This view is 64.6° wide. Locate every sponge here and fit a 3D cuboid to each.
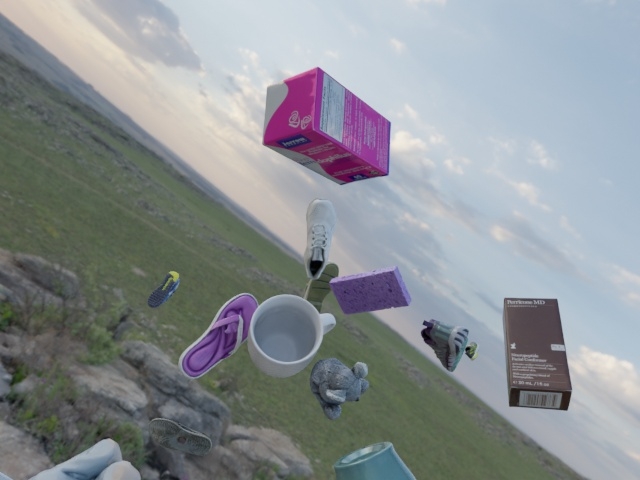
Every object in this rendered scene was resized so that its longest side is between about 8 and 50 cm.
[{"bbox_3d":[0.136,0.142,1.408,0.210,0.031,0.117,-14,-67,33],"label":"sponge"}]

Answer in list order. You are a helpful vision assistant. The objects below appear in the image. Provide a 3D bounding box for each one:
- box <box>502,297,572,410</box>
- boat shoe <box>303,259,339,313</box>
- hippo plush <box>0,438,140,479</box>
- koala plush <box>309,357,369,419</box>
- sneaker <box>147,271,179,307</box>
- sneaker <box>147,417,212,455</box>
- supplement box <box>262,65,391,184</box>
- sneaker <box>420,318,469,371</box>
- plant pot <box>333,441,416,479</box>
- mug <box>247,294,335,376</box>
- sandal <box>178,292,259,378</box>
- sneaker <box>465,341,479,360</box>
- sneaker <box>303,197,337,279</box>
[{"bbox_3d":[0.748,0.385,1.770,0.191,0.381,0.143,-1,-48,16],"label":"box"},{"bbox_3d":[-0.015,0.203,2.191,0.113,0.302,0.103,18,24,-19],"label":"boat shoe"},{"bbox_3d":[-0.532,0.614,1.102,0.234,0.295,0.236,-130,-146,-52],"label":"hippo plush"},{"bbox_3d":[0.072,0.507,1.781,0.203,0.196,0.221,52,-22,1],"label":"koala plush"},{"bbox_3d":[-0.526,0.175,1.713,0.053,0.144,0.059,28,-32,10],"label":"sneaker"},{"bbox_3d":[-0.478,0.669,1.723,0.222,0.083,0.118,25,-18,-4],"label":"sneaker"},{"bbox_3d":[0.017,-0.186,0.866,0.111,0.113,0.220,-7,-18,38],"label":"supplement box"},{"bbox_3d":[0.283,0.233,1.169,0.098,0.083,0.223,24,-23,22],"label":"sneaker"},{"bbox_3d":[0.162,0.726,1.429,0.271,0.272,0.255,48,21,-77],"label":"plant pot"},{"bbox_3d":[-0.110,0.389,2.024,0.276,0.375,0.328,62,-23,22],"label":"mug"},{"bbox_3d":[-0.384,0.390,2.031,0.169,0.416,0.102,47,-25,-15],"label":"sandal"},{"bbox_3d":[0.451,0.323,1.512,0.035,0.031,0.083,40,25,0],"label":"sneaker"},{"bbox_3d":[0.000,0.000,1.721,0.111,0.296,0.129,3,26,-2],"label":"sneaker"}]
